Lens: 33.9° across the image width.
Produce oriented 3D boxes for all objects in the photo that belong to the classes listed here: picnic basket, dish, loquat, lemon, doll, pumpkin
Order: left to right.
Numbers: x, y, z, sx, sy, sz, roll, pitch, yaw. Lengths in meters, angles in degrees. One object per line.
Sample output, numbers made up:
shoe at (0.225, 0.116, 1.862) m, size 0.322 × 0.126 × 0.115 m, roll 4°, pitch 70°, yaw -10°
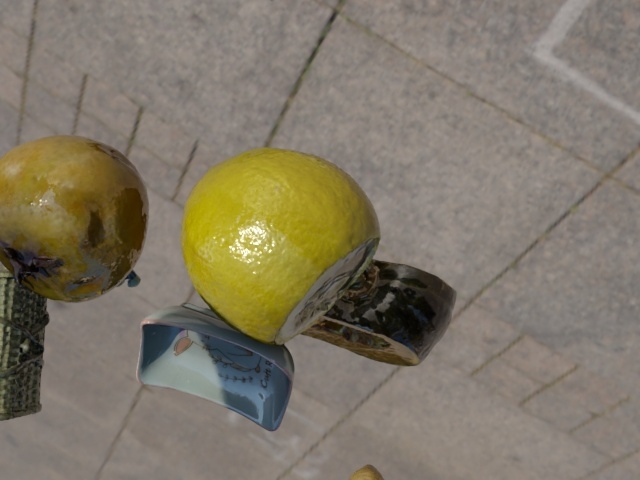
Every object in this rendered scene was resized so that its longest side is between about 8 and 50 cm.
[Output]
picnic basket at (-0.440, 0.129, 1.381) m, size 0.154 × 0.196 × 0.134 m, roll 5°, pitch 179°, yaw 19°
loquat at (-0.315, -0.026, 1.283) m, size 0.213 × 0.213 × 0.213 m, roll 21°, pitch 146°, yaw 15°
doll at (-0.296, 0.048, 1.456) m, size 0.083 × 0.050 × 0.076 m, roll -13°, pitch 170°, yaw 18°
dish at (-0.134, 0.158, 1.408) m, size 0.212 × 0.077 × 0.151 m, roll 19°, pitch 138°, yaw 4°
lemon at (-0.062, -0.007, 1.307) m, size 0.219 × 0.240 × 0.240 m, roll 42°, pitch 150°, yaw 12°
pumpkin at (0.047, 0.095, 1.639) m, size 0.317 × 0.139 × 0.222 m, roll 14°, pitch 163°, yaw 7°

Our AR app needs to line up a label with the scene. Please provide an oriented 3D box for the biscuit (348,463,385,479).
biscuit at (0.090, 0.454, 1.568) m, size 0.213 × 0.091 × 0.274 m, roll 63°, pitch 162°, yaw 17°
